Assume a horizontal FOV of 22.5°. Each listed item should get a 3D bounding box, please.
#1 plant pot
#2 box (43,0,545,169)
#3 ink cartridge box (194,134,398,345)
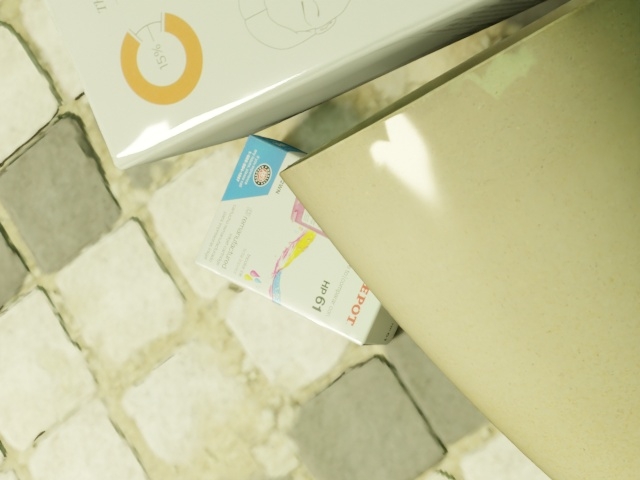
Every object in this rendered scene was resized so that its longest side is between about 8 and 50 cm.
[{"bbox_3d":[0.157,0.019,0.831,0.256,0.256,0.274,-29,93,16],"label":"plant pot"},{"bbox_3d":[0.022,-0.207,0.876,0.345,0.168,0.215,-22,90,25],"label":"box"},{"bbox_3d":[0.000,0.000,0.972,0.122,0.052,0.088,25,95,18],"label":"ink cartridge box"}]
